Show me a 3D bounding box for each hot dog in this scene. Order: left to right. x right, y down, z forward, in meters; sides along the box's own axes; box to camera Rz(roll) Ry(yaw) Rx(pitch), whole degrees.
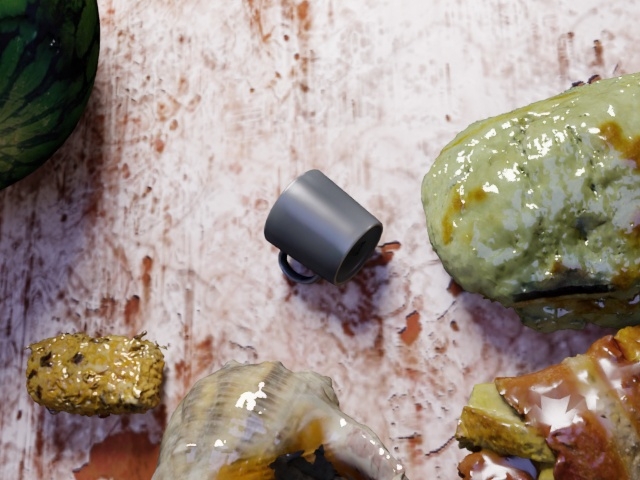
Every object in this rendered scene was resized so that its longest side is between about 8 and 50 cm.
[{"bbox_3d":[0.198,0.141,0.522,0.213,0.103,0.146,-30,70,8],"label":"hot dog"}]

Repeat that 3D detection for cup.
[{"bbox_3d":[0.000,0.000,0.646,0.077,0.078,0.100,38,124,18],"label":"cup"}]

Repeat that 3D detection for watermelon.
[{"bbox_3d":[-0.372,-0.204,0.677,0.363,0.363,0.363,-5,75,17],"label":"watermelon"}]

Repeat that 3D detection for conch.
[{"bbox_3d":[-0.040,0.218,0.541,0.210,0.159,0.291,13,51,20],"label":"conch"}]

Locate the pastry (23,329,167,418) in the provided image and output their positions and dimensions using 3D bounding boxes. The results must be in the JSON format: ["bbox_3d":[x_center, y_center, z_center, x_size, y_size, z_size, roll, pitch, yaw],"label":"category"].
[{"bbox_3d":[-0.213,0.125,0.686,0.140,0.056,0.080,-9,62,18],"label":"pastry"}]

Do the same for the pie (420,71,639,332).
[{"bbox_3d":[0.203,-0.029,0.572,0.248,0.090,0.201,-17,74,17],"label":"pie"}]
